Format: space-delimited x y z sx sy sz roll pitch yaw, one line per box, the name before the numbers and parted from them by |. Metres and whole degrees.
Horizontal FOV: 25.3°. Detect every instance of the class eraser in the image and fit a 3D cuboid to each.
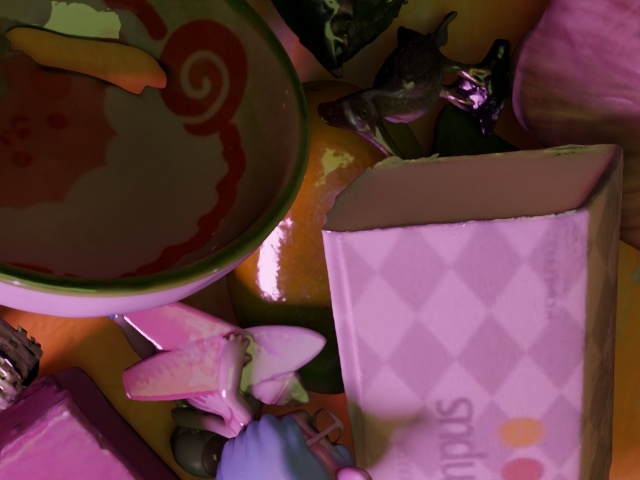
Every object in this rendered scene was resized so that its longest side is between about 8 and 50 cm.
eraser | 0.125 0.111 1.094 0.213 0.082 0.397 -4 130 4

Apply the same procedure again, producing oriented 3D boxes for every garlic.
garlic | 0.310 -0.112 1.077 0.317 0.259 0.317 -3 101 -16

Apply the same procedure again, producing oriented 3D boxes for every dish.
dish | -0.178 -0.068 0.992 0.324 0.324 0.124 10 143 -16

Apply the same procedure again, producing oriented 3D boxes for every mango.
mango | 0.000 0.000 1.111 0.156 0.114 0.251 3 114 -13

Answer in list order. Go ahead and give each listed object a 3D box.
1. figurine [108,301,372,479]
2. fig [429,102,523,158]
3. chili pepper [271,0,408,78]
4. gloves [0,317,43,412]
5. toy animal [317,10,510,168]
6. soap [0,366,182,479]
figurine | -0.086 0.138 1.090 0.260 0.103 0.205 45 131 13
fig | 0.135 -0.035 1.130 0.123 0.123 0.156 -12 99 -10
chili pepper | 0.063 -0.256 1.059 0.264 0.116 0.148 -39 104 -3
gloves | -0.354 0.025 0.989 0.312 0.210 0.135 49 63 -41
toy animal | 0.068 -0.115 1.057 0.202 0.105 0.070 -29 154 -42
soap | -0.176 0.292 1.135 0.233 0.128 0.359 -39 110 -1
